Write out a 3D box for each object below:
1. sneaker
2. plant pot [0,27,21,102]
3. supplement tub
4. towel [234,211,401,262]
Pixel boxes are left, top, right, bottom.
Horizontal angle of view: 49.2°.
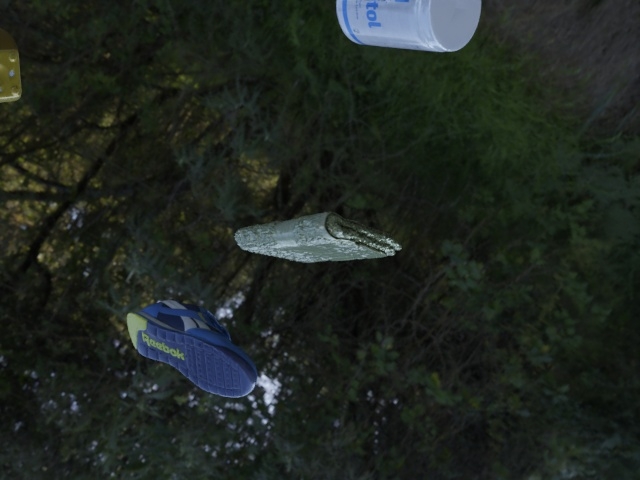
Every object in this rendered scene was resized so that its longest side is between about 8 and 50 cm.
[{"bbox_3d":[-0.106,0.088,0.617,0.144,0.053,0.059,23,-148,30],"label":"sneaker"},{"bbox_3d":[-0.349,-0.175,0.711,0.083,0.081,0.081,21,-153,32],"label":"plant pot"},{"bbox_3d":[0.072,-0.198,0.589,0.107,0.071,0.071,20,175,44],"label":"supplement tub"},{"bbox_3d":[0.000,0.000,0.654,0.110,0.027,0.148,-7,170,30],"label":"towel"}]
